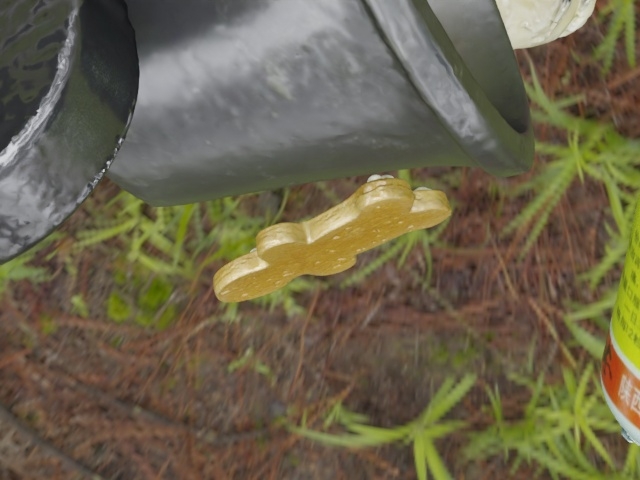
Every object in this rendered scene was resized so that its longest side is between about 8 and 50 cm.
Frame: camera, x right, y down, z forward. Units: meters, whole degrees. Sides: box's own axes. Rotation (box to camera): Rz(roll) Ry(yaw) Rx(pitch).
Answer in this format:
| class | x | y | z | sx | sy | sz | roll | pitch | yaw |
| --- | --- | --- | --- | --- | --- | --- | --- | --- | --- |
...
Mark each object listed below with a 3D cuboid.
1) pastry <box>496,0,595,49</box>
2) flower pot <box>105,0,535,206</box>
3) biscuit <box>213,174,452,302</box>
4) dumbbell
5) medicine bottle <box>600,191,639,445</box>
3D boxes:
| class | x | y | z | sx | sy | sz | roll | pitch | yaw |
| --- | --- | --- | --- | --- | --- | --- | --- | --- | --- |
| pastry | 0.153 | -0.232 | 1.371 | 0.166 | 0.166 | 0.088 | 24 | 142 | -1 |
| flower pot | -0.047 | -0.166 | 1.079 | 0.251 | 0.379 | 0.379 | -24 | 101 | 14 |
| biscuit | 0.000 | -0.002 | 1.606 | 0.240 | 0.158 | 0.035 | -25 | 69 | 21 |
| dumbbell | -0.249 | -0.133 | 0.816 | 0.203 | 0.322 | 0.204 | -12 | 60 | 22 |
| medicine bottle | 0.219 | -0.005 | 0.801 | 0.139 | 0.139 | 0.225 | 9 | 119 | 3 |
